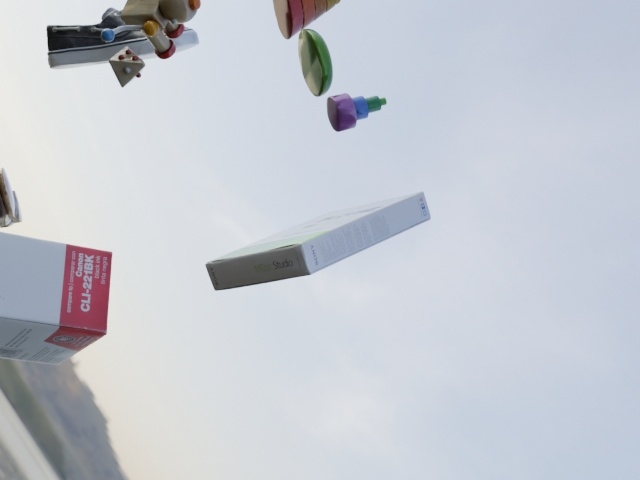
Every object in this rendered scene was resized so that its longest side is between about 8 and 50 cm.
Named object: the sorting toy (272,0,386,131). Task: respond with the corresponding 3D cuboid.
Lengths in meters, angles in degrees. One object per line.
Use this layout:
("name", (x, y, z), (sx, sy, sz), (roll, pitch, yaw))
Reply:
("sorting toy", (0.025, -0.362, 1.952), (0.127, 0.126, 0.365), (100, -30, -56))

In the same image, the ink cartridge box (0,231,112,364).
("ink cartridge box", (-0.423, 0.068, 1.295), (0.197, 0.273, 0.114), (-30, -125, 54))

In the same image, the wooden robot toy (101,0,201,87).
("wooden robot toy", (-0.137, -0.221, 0.982), (0.079, 0.173, 0.076), (1, -28, 35))

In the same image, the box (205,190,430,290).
("box", (0.000, 0.000, 1.737), (0.232, 0.322, 0.058), (-11, -83, 45))

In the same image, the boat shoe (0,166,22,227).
("boat shoe", (-0.526, -0.061, 1.672), (0.207, 0.073, 0.073), (123, -44, -71))

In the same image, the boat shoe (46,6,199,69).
("boat shoe", (-0.378, -0.390, 1.965), (0.108, 0.301, 0.102), (-26, 111, -72))
